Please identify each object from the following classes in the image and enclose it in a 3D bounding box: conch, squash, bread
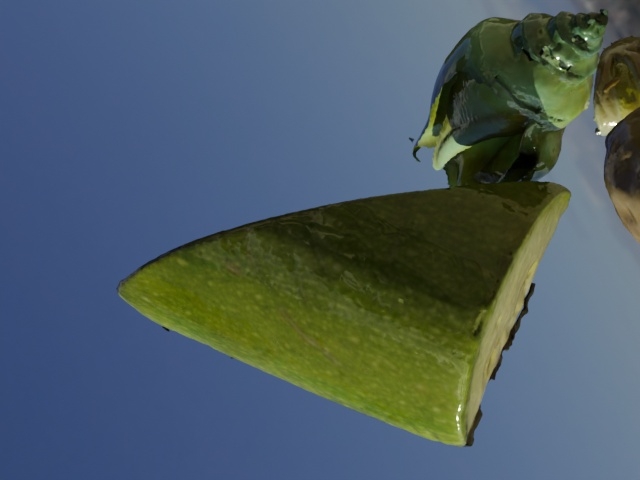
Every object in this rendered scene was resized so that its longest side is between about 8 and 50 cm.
[{"bbox_3d":[0.112,-0.080,0.984,0.201,0.079,0.095,112,141,-53],"label":"conch"},{"bbox_3d":[0.000,0.000,0.978,0.252,0.169,0.093,22,172,21],"label":"squash"},{"bbox_3d":[0.324,-0.154,1.593,0.094,0.157,0.083,16,123,49],"label":"bread"}]

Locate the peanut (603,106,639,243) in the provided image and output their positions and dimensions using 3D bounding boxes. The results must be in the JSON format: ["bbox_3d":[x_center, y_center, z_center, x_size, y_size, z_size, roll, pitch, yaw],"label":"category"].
[{"bbox_3d":[0.187,-0.007,0.627,0.192,0.089,0.089,24,162,47],"label":"peanut"}]
